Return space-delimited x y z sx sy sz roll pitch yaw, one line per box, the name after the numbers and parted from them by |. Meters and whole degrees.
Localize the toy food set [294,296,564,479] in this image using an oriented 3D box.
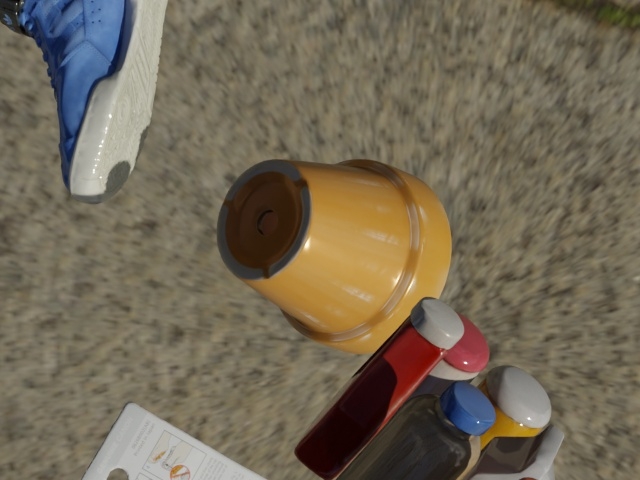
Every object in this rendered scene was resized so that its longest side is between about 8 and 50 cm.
0.067 0.086 0.815 0.111 0.232 0.104 41 117 2 | toy food set

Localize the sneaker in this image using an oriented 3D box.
-0.126 -0.095 0.882 0.085 0.058 0.152 8 83 14 | sneaker

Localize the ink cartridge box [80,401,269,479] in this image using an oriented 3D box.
-0.089 0.215 1.210 0.179 0.045 0.145 30 76 2 | ink cartridge box

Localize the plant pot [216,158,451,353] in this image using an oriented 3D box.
0.000 0.000 1.862 0.205 0.188 0.205 -13 68 36 | plant pot
